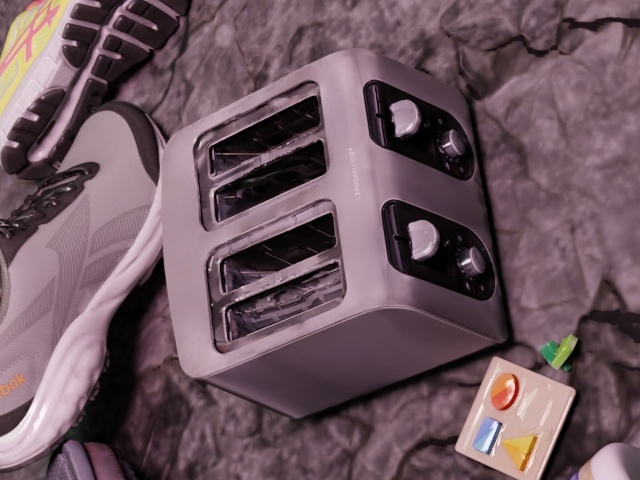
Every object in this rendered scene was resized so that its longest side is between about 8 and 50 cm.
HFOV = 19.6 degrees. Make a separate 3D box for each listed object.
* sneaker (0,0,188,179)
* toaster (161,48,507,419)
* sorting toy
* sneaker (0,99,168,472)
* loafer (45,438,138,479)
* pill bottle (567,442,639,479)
[{"bbox_3d":[-0.172,-0.147,1.280,0.208,0.081,0.094,-50,48,14],"label":"sneaker"},{"bbox_3d":[0.000,0.000,1.065,0.186,0.110,0.168,-23,59,31],"label":"toaster"},{"bbox_3d":[0.109,0.085,1.009,0.062,0.012,0.083,21,88,42],"label":"sorting toy"},{"bbox_3d":[-0.171,0.009,1.175,0.100,0.108,0.271,-17,41,40],"label":"sneaker"},{"bbox_3d":[-0.090,0.246,1.076,0.109,0.095,0.302,115,145,-42],"label":"loafer"},{"bbox_3d":[0.115,0.198,0.896,0.186,0.112,0.112,-47,51,15],"label":"pill bottle"}]
